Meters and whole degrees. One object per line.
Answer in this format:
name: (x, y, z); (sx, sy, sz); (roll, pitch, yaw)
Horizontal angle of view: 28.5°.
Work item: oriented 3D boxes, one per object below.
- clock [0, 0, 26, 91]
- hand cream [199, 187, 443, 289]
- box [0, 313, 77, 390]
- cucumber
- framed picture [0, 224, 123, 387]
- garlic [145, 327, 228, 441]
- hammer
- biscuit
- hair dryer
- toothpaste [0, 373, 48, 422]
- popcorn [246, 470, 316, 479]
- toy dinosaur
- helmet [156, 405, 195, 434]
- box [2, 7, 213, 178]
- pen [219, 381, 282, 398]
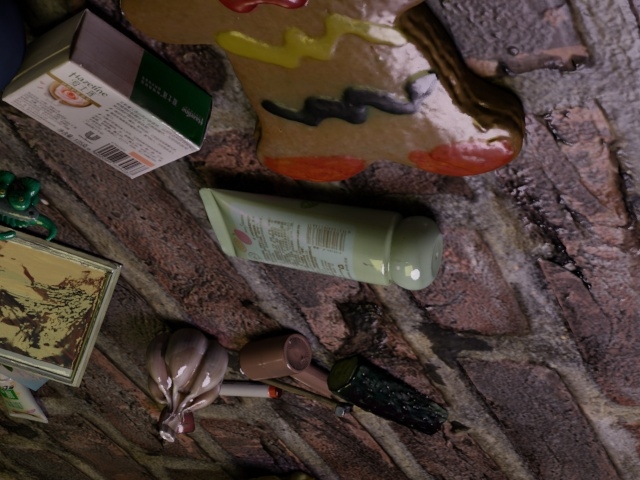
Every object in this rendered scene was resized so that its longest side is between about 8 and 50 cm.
clock: (-0.438, -0.240, 1.369); (0.243, 0.147, 0.200); (23, 148, 3)
hand cream: (0.000, 0.000, 1.591); (0.305, 0.093, 0.147); (8, 147, 18)
box: (-0.484, 0.156, 2.079); (0.142, 0.083, 0.232); (31, 148, -16)
cucumber: (0.108, 0.258, 1.982); (0.211, 0.062, 0.078); (35, 144, -28)
framed picture: (-0.440, 0.105, 1.929); (0.216, 0.016, 0.273); (18, 126, -8)
garlic: (-0.222, 0.222, 1.969); (0.131, 0.194, 0.127); (20, 140, 4)
hammer: (-0.026, 0.246, 2.036); (0.182, 0.017, 0.062); (16, -168, 28)
biscuit: (-0.003, -0.186, 1.308); (0.368, 0.076, 0.394); (-2, 145, 26)
hair dryer: (-0.032, 0.207, 1.975); (0.117, 0.064, 0.181); (-16, 142, 43)
toothpaste: (-0.574, 0.281, 2.363); (0.058, 0.056, 0.314); (51, 162, 22)
popcorn: (-0.090, 0.585, 2.399); (0.246, 0.282, 0.282); (-6, 156, -21)
toy dinosaur: (-0.423, -0.036, 1.728); (0.132, 0.096, 0.059); (21, 150, -3)
helmet: (-0.261, 0.315, 2.262); (0.065, 0.049, 0.084); (-5, -169, -32)
box: (-0.241, -0.162, 1.439); (0.135, 0.081, 0.199); (-18, 143, 41)
pen: (-0.163, 0.252, 2.136); (0.218, 0.026, 0.026); (-1, 145, 27)
